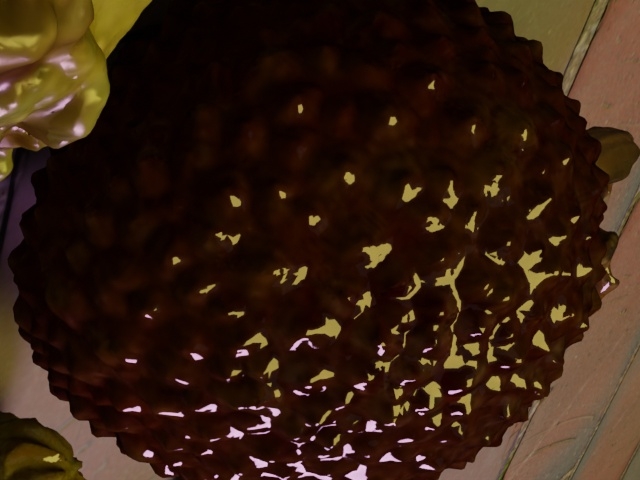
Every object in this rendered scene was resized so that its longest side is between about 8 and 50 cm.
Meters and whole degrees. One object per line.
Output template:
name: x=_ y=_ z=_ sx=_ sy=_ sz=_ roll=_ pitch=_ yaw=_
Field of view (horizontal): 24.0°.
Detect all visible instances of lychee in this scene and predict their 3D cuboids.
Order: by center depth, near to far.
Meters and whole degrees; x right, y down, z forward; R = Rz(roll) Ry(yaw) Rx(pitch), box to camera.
lychee: x=0.000 y=0.000 z=0.730 sx=0.304 sy=0.276 sz=0.276 roll=-11 pitch=135 yaw=-30

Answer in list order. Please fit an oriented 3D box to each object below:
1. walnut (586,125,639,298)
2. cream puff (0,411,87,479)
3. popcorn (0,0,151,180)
walnut: x=0.129 y=-0.004 z=1.131 sx=0.204 sy=0.141 sz=0.238 roll=-36 pitch=154 yaw=-15
cream puff: x=-0.177 y=0.163 z=0.788 sx=0.156 sy=0.121 sz=0.156 roll=-37 pitch=145 yaw=-32
popcorn: x=-0.137 y=-0.081 z=0.480 sx=0.197 sy=0.155 sz=0.197 roll=-43 pitch=178 yaw=-2
